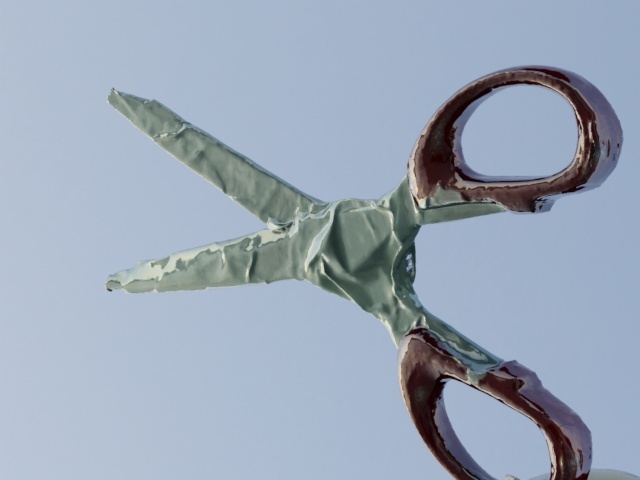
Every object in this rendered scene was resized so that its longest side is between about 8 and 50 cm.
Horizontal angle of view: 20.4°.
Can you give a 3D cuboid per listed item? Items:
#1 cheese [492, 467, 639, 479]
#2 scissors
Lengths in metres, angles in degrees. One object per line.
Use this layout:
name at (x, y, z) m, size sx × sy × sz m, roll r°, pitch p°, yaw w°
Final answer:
cheese at (0.144, 0.158, 0.666) m, size 0.177 × 0.069 × 0.270 m, roll 32°, pitch -10°, yaw 43°
scissors at (0.000, 0.000, 0.632) m, size 0.247 × 0.017 × 0.144 m, roll 14°, pitch -75°, yaw 45°
